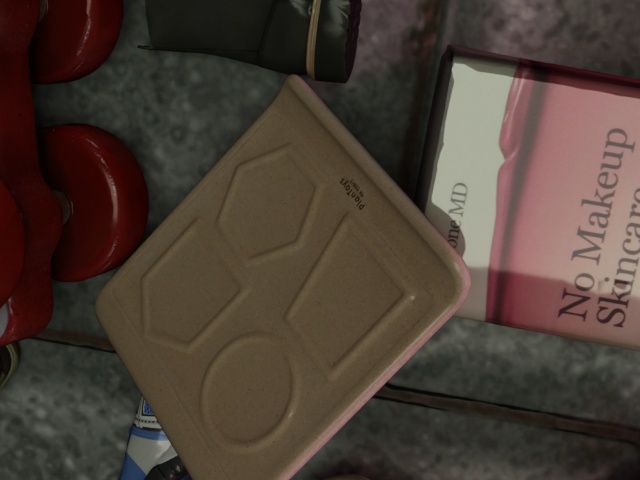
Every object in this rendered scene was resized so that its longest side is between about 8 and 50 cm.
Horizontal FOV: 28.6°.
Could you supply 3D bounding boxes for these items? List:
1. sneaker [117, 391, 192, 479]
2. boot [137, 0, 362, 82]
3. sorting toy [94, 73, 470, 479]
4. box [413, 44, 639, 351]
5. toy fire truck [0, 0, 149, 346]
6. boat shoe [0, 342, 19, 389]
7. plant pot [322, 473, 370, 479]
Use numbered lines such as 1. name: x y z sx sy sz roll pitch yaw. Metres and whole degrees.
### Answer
1. sneaker: -0.084 0.104 0.819 0.081 0.080 0.211 39 106 25
2. boot: -0.042 -0.199 0.753 0.137 0.077 0.197 7 100 8
3. sorting toy: -0.029 0.034 0.727 0.208 0.038 0.193 -49 52 14
4. box: 0.174 -0.021 0.740 0.232 0.127 0.148 10 102 2
5. toy fire truck: -0.260 -0.075 0.756 0.254 0.169 0.302 -1 101 24
6. boat shoe: -0.258 0.124 0.837 0.056 0.049 0.152 31 101 -3
7. plant pot: 0.068 0.310 0.775 0.254 0.237 0.237 33 101 -16
